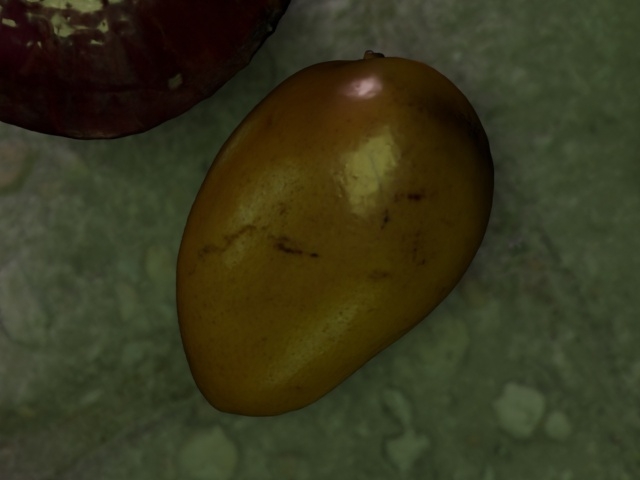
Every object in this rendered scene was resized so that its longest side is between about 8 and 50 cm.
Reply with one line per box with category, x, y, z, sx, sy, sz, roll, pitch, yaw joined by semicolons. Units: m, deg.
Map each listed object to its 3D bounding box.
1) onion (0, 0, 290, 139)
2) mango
onion;-0.125;-0.177;0.990;0.246;0.190;0.246;-1;94;-9
mango;0.000;0.000;1.007;0.145;0.112;0.219;37;101;5
